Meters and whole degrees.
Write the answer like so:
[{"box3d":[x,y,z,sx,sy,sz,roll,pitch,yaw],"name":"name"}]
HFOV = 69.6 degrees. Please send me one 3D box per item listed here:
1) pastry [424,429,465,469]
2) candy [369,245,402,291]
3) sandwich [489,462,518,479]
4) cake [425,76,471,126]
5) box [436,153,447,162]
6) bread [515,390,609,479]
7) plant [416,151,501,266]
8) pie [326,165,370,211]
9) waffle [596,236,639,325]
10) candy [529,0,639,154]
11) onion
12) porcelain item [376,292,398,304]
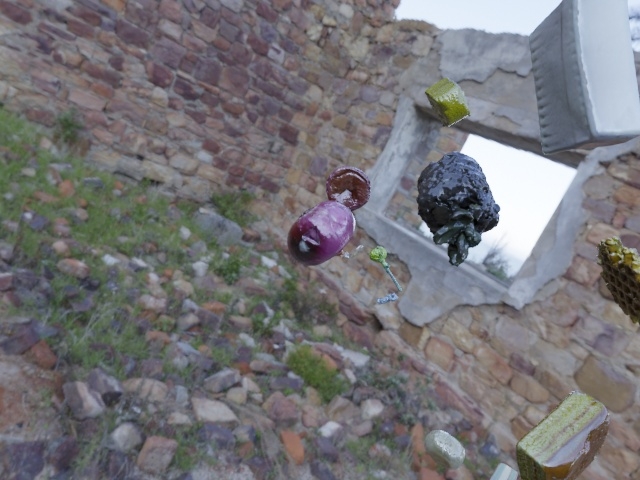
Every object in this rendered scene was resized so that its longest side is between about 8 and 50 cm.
[{"box3d":[0.461,0.785,1.725,0.156,0.156,0.092,31,55,25],"name":"pastry"},{"box3d":[0.309,0.131,2.137,0.073,0.077,0.262,7,42,-40],"name":"candy"},{"box3d":[0.668,0.877,1.687,0.079,0.113,0.163,27,-15,31],"name":"sandwich"},{"box3d":[0.608,-0.649,2.182,0.179,0.156,0.261,50,18,-28],"name":"cake"},{"box3d":[0.508,-0.299,1.820,0.093,0.058,0.015,28,38,-32],"name":"box"},{"box3d":[0.583,0.494,1.101,0.110,0.234,0.184,32,-32,50],"name":"bread"},{"box3d":[0.394,-0.085,1.313,0.215,0.213,0.312,50,25,-33],"name":"plant"},{"box3d":[0.108,-0.200,1.794,0.182,0.182,0.049,26,16,-5],"name":"pie"},{"box3d":[0.769,0.102,1.151,0.229,0.051,0.232,51,20,-65],"name":"waffle"},{"box3d":[0.633,-0.396,1.108,0.144,0.359,0.208,-6,-2,-4],"name":"candy"},{"box3d":[-0.007,-0.012,1.330,0.207,0.201,0.200,1,-9,40],"name":"onion"},{"box3d":[0.260,0.226,1.781,0.028,0.083,0.036,56,29,-34],"name":"porcelain item"}]
